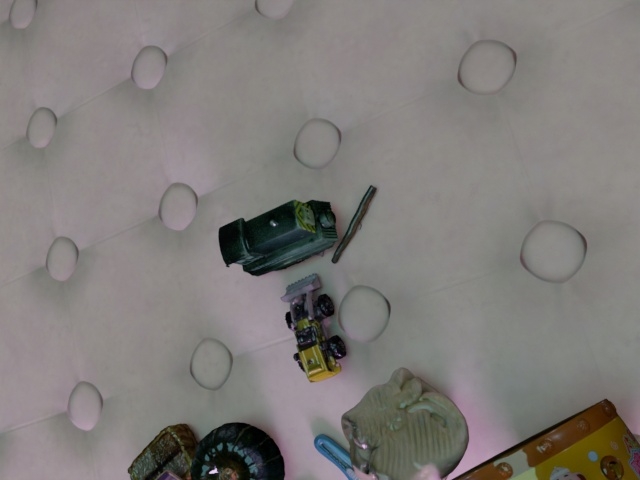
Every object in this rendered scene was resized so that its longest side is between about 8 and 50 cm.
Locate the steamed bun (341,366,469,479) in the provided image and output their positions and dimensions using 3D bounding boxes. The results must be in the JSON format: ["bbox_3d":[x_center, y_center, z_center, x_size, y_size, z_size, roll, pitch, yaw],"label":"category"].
[{"bbox_3d":[0.205,0.478,1.585,0.280,0.207,0.268,-37,55,-16],"label":"steamed bun"}]

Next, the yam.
[{"bbox_3d":[0.091,-0.040,1.808,0.027,0.029,0.234,37,102,53],"label":"yam"}]

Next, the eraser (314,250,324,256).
[{"bbox_3d":[0.000,0.000,1.848,0.038,0.019,0.083,15,89,29],"label":"eraser"}]

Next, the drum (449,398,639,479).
[{"bbox_3d":[0.444,0.503,1.335,0.431,0.431,0.214,-34,69,18],"label":"drum"}]

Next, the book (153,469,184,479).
[{"bbox_3d":[-0.385,0.741,1.852,0.231,0.026,0.157,43,101,-13],"label":"book"}]

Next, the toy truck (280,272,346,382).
[{"bbox_3d":[-0.027,0.228,1.777,0.136,0.111,0.285,-27,69,22],"label":"toy truck"}]

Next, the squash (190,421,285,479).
[{"bbox_3d":[-0.218,0.610,1.781,0.252,0.165,0.252,-3,83,24],"label":"squash"}]

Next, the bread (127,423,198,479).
[{"bbox_3d":[-0.428,0.646,1.920,0.222,0.096,0.181,-48,67,10],"label":"bread"}]

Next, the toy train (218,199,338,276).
[{"bbox_3d":[-0.120,-0.010,1.808,0.330,0.178,0.138,-23,68,29],"label":"toy train"}]

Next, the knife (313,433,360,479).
[{"bbox_3d":[0.066,0.578,1.722,0.222,0.031,0.064,38,103,26],"label":"knife"}]
